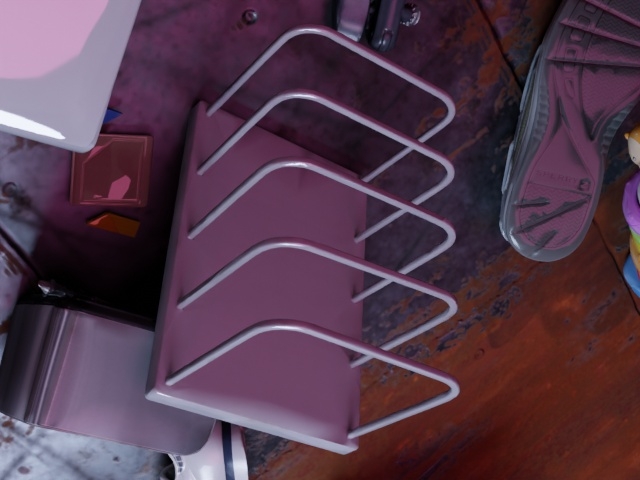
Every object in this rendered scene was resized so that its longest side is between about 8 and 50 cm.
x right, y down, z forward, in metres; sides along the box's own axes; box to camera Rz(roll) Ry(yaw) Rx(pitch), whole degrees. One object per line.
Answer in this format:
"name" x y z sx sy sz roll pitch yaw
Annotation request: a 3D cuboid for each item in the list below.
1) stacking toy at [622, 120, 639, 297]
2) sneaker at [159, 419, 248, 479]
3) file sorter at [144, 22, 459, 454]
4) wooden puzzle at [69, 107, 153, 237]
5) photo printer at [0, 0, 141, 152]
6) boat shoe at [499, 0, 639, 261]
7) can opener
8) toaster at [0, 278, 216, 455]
"stacking toy" 0.377 -0.032 0.928 0.166 0.175 0.302 -51 137 -1
"sneaker" -0.122 0.286 0.940 0.094 0.090 0.235 -3 108 -9
"file sorter" 0.000 0.000 0.734 0.192 0.278 0.173 22 145 -29
"wooden puzzle" -0.186 -0.062 0.804 0.078 0.014 0.116 6 108 -30
"photo printer" -0.278 -0.222 0.644 0.307 0.107 0.256 16 103 -28
"boat shoe" 0.258 -0.139 0.928 0.118 0.103 0.321 13 99 -8
"can opener" 0.067 -0.260 0.807 0.073 0.059 0.186 10 107 -26
"toaster" -0.185 0.109 0.772 0.185 0.168 0.110 20 76 -29
